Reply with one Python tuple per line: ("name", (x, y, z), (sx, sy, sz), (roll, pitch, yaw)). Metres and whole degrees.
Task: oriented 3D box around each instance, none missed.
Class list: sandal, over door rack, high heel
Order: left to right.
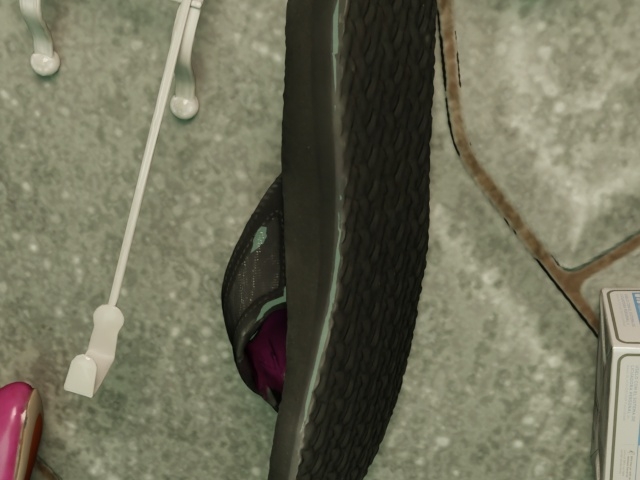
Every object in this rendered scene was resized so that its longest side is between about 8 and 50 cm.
("high heel", (-0.367, 0.242, 0.875), (0.181, 0.127, 0.377), (21, 120, -13))
("over door rack", (-0.219, -0.086, 0.697), (0.239, 0.108, 0.324), (17, 96, 1))
("sandal", (0.001, -0.002, 0.711), (0.107, 0.167, 0.446), (16, 112, 30))

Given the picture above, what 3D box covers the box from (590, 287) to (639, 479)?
("box", (0.353, 0.126, 0.728), (0.290, 0.087, 0.169), (1, 115, 9))
